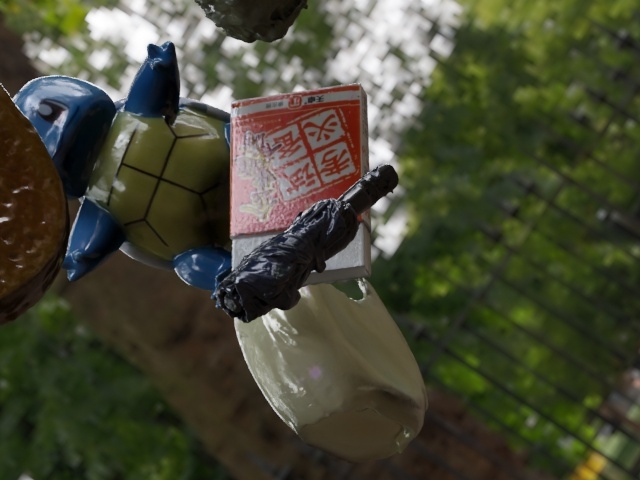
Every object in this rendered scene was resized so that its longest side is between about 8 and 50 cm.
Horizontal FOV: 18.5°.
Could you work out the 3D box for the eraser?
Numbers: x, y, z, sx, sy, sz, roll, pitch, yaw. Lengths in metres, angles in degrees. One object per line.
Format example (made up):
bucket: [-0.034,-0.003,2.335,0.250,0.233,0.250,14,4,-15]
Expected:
eraser: [-0.023,-0.060,2.206,0.038,0.157,0.230,56,-150,-61]

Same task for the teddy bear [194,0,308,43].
teddy bear: [-0.108,-0.436,2.060,0.367,0.357,0.224,-56,-30,-8]

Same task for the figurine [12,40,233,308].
figurine: [-0.170,-0.080,2.349,0.298,0.416,0.243,-66,26,11]

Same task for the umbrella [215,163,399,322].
umbrella: [-0.004,0.003,1.868,0.248,0.071,0.071,-38,-21,-43]

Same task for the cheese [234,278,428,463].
cheese: [0.017,0.142,2.333,0.127,0.233,0.266,-36,-37,18]

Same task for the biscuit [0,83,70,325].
biscuit: [-0.426,-0.066,1.792,0.350,0.394,0.070,-23,-21,-36]
